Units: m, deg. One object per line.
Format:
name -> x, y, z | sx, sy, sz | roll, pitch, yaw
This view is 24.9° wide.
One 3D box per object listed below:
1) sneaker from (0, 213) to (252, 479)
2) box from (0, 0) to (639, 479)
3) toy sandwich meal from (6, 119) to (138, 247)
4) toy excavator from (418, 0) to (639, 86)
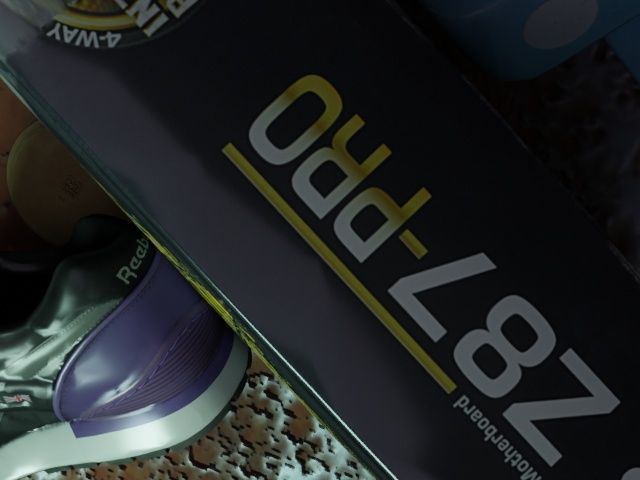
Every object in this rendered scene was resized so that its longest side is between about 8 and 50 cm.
sneaker -> -0.184, 0.061, 0.737 | 0.283, 0.107, 0.124 | -22, 125, 20
box -> 0.000, 0.000, 0.545 | 0.097, 0.395, 0.318 | -41, 96, -4
toy sandwich meal -> -0.125, -0.035, 0.757 | 0.086, 0.029, 0.085 | 4, 113, 10
toy excavator -> 0.147, -0.126, 0.571 | 0.222, 0.445, 0.433 | -33, 56, 17
